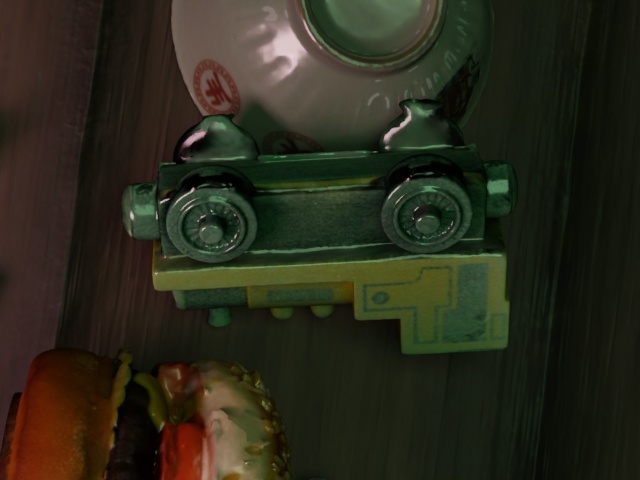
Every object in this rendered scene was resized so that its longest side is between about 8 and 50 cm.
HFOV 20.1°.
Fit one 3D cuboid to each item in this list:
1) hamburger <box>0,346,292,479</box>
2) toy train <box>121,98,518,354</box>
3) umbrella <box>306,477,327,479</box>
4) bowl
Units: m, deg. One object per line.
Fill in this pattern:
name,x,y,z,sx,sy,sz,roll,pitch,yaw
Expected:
hamburger,-0.159,0.253,1.576,0.250,0.330,0.330,8,84,-6
toy train,0.000,0.000,1.703,0.369,0.150,0.237,-3,128,-1
umbrella,0.084,0.302,1.758,0.248,0.071,0.071,37,78,-10
bowl,0.032,-0.223,1.746,0.337,0.157,0.337,1,86,-13
